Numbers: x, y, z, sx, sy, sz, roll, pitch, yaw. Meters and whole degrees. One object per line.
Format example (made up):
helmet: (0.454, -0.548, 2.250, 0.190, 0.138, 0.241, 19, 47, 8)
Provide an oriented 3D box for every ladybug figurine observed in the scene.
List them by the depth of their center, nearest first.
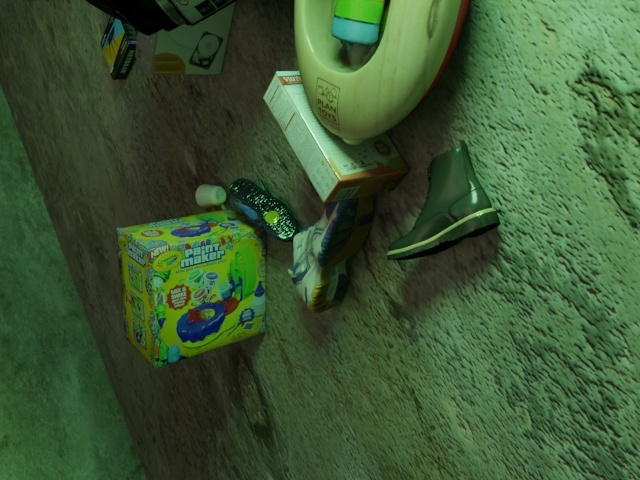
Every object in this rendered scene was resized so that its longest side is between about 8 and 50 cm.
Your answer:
ladybug figurine: (0.095, -0.357, 0.848, 0.305, 0.161, 0.450, 39, 128, 40)

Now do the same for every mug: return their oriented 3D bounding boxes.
mug: (-0.262, -0.108, 1.481, 0.064, 0.078, 0.062, 2, 69, 43)

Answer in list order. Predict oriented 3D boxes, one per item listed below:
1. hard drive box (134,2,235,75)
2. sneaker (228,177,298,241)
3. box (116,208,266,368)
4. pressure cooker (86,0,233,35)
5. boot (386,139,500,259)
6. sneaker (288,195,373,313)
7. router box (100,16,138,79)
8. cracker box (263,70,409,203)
hard drive box: (-0.293, -0.487, 1.294, 0.089, 0.181, 0.232, 48, 135, 32)
sneaker: (-0.118, -0.057, 1.306, 0.209, 0.069, 0.082, 39, 162, 28)
box: (-0.293, 0.098, 1.377, 0.177, 0.289, 0.280, 23, 119, 47)
pressure cooker: (-0.256, -0.543, 0.951, 0.370, 0.420, 0.376, 62, -174, -22)
boot: (0.173, -0.054, 0.924, 0.197, 0.076, 0.137, -26, 75, 39)
sneaker: (0.000, 0.000, 1.120, 0.131, 0.111, 0.297, 48, 134, 33)
router box: (-0.595, -0.585, 1.762, 0.179, 0.046, 0.133, -36, 72, 50)
cracker box: (0.025, -0.180, 0.997, 0.232, 0.155, 0.067, 62, 141, 20)
